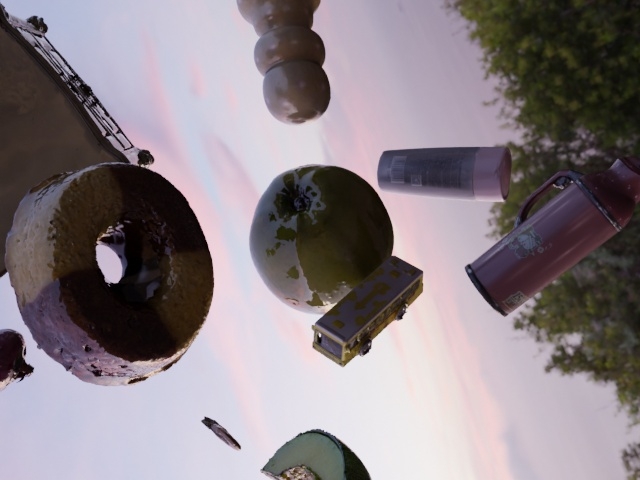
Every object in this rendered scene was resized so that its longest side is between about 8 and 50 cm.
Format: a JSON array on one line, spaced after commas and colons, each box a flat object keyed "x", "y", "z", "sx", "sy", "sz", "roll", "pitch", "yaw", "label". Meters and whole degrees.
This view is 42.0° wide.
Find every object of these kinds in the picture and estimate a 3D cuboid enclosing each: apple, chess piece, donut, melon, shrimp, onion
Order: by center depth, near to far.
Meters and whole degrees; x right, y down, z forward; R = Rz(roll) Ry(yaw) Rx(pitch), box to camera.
[{"x": -0.158, "y": 0.023, "z": 0.667, "sx": 0.166, "sy": 0.073, "sz": 0.184, "roll": -10, "pitch": -96, "yaw": -37, "label": "donut"}, {"x": -0.536, "y": 0.207, "z": 1.409, "sx": 0.104, "sy": 0.115, "sz": 0.115, "roll": 25, "pitch": -158, "yaw": -13, "label": "onion"}, {"x": -0.060, "y": -0.343, "z": 1.456, "sx": 0.167, "sy": 0.167, "sz": 0.299, "roll": 39, "pitch": -140, "yaw": -72, "label": "chess piece"}, {"x": 0.000, "y": 0.000, "z": 1.520, "sx": 0.279, "sy": 0.279, "sz": 0.279, "roll": -24, "pitch": -90, "yaw": -81, "label": "apple"}, {"x": 0.033, "y": 0.449, "z": 1.557, "sx": 0.169, "sy": 0.129, "sz": 0.265, "roll": 41, "pitch": 160, "yaw": -29, "label": "melon"}, {"x": -0.200, "y": 0.387, "z": 1.684, "sx": 0.108, "sy": 0.023, "sz": 0.059, "roll": 35, "pitch": 161, "yaw": 19, "label": "shrimp"}]

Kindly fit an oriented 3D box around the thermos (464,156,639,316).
[{"x": 0.398, "y": -0.022, "z": 1.376, "sx": 0.109, "sy": 0.330, "sz": 0.136, "roll": 44, "pitch": -163, "yaw": -19, "label": "thermos"}]

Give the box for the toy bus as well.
[{"x": 0.085, "y": 0.118, "z": 1.399, "sx": 0.081, "sy": 0.226, "sz": 0.074, "roll": 32, "pitch": 140, "yaw": 29, "label": "toy bus"}]

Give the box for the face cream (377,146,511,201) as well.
[{"x": 0.246, "y": -0.134, "z": 1.671, "sx": 0.073, "sy": 0.269, "sz": 0.107, "roll": -1, "pitch": -85, "yaw": -58, "label": "face cream"}]

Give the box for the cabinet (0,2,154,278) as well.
[{"x": -0.414, "y": -0.151, "z": 1.164, "sx": 0.290, "sy": 0.227, "sz": 0.318, "roll": 52, "pitch": -178, "yaw": -10, "label": "cabinet"}]
